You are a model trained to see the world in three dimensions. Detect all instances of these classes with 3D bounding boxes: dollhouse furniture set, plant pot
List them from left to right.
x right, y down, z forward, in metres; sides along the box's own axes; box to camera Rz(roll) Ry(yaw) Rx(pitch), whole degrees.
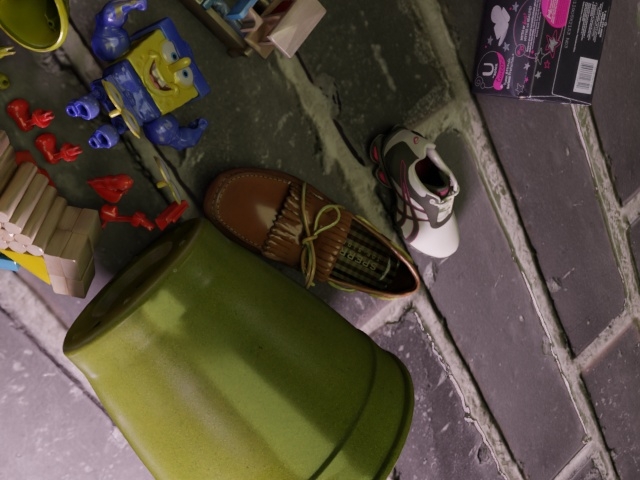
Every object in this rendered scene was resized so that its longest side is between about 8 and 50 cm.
[{"bbox_3d":[-0.129,0.171,0.843,0.366,0.366,0.353,-45,109,-11],"label":"plant pot"},{"bbox_3d":[-0.083,-0.321,0.793,0.129,0.184,0.129,40,82,-32],"label":"dollhouse furniture set"}]

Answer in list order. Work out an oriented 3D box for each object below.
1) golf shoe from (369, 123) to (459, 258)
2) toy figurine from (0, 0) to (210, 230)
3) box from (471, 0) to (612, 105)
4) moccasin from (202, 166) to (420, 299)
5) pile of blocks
[{"bbox_3d":[0.177,-0.064,1.059,0.105,0.120,0.272,-43,122,-15],"label":"golf shoe"},{"bbox_3d":[-0.252,-0.213,0.788,0.362,0.191,0.217,60,43,-25],"label":"toy figurine"},{"bbox_3d":[0.376,-0.362,1.073,0.163,0.142,0.247,-2,106,-31],"label":"box"},{"bbox_3d":[-0.002,0.003,0.956,0.380,0.147,0.139,32,87,-33],"label":"moccasin"},{"bbox_3d":[-0.402,-0.071,0.747,0.362,0.149,0.112,53,33,-39],"label":"pile of blocks"}]
